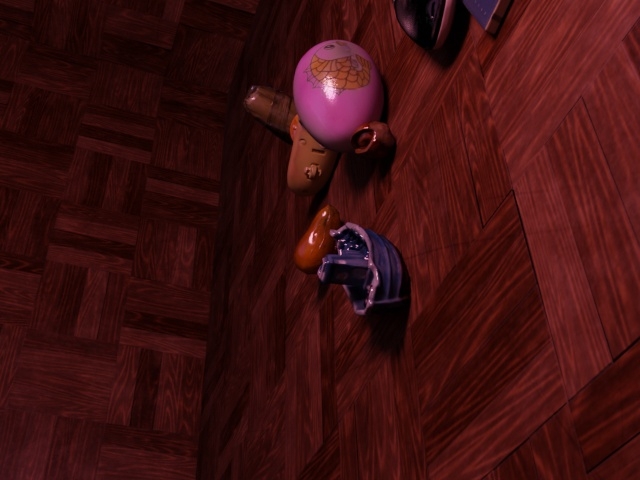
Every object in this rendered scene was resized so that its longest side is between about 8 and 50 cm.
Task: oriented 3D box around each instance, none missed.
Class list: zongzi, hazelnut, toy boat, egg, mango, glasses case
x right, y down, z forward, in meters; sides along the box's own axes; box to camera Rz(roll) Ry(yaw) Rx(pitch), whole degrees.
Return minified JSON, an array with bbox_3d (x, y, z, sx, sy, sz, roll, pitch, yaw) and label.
[{"bbox_3d":[-0.117,-0.336,2.245,0.112,0.221,0.242,-65,12,-10],"label":"zongzi"},{"bbox_3d":[0.103,-0.195,1.601,0.086,0.087,0.086,-167,90,-74],"label":"hazelnut"},{"bbox_3d":[0.063,0.046,1.452,0.309,0.143,0.129,-114,38,-64],"label":"toy boat"},{"bbox_3d":[0.042,-0.301,1.718,0.196,0.197,0.271,-59,42,49],"label":"egg"},{"bbox_3d":[0.003,0.003,1.817,0.159,0.084,0.105,-57,-1,-2],"label":"mango"},{"bbox_3d":[0.189,-0.437,1.496,0.314,0.075,0.122,-101,19,-62],"label":"glasses case"}]

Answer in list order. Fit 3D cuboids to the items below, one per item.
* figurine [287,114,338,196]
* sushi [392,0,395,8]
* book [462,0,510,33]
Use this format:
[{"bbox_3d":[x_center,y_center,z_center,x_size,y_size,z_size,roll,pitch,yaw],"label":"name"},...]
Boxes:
[{"bbox_3d":[-0.015,-0.265,2.011,0.222,0.124,0.324,-111,32,-63],"label":"figurine"},{"bbox_3d":[0.174,-0.701,1.819,0.290,0.050,0.264,-97,25,-49],"label":"sushi"},{"bbox_3d":[0.296,-0.479,1.269,0.190,0.025,0.269,-99,27,-56],"label":"book"}]
